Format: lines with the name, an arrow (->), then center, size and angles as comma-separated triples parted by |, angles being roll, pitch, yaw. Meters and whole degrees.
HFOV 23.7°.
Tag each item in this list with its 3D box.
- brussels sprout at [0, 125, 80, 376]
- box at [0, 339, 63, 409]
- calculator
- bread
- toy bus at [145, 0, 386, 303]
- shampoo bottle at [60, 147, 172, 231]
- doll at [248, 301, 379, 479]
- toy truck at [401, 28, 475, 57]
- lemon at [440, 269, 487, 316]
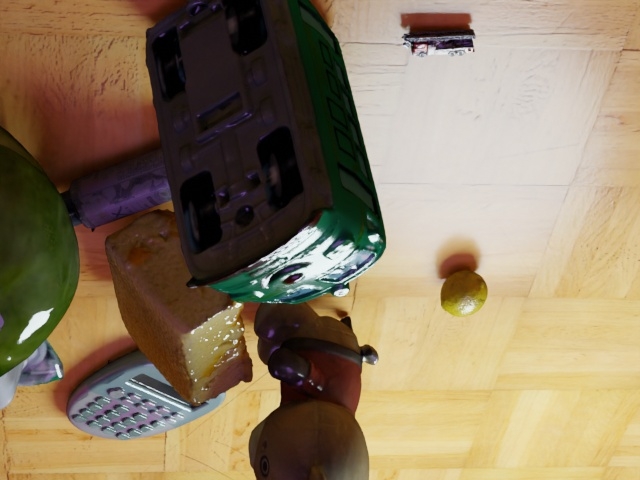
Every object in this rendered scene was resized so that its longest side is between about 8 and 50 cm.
brussels sprout -> -0.462, 0.028, 1.772 | 0.371, 0.276, 0.315 | -12, 134, 8
box -> -0.516, 0.141, 2.060 | 0.264, 0.106, 0.337 | -8, 144, 4
calculator -> -0.249, 0.224, 2.256 | 0.299, 0.041, 0.185 | -31, 137, 33
bread -> -0.174, 0.086, 1.930 | 0.114, 0.185, 0.275 | -37, 159, -16
toy bus -> -0.053, -0.097, 1.617 | 0.183, 0.344, 0.199 | -26, 149, 25
shampoo bottle -> -0.238, -0.061, 1.856 | 0.214, 0.072, 0.072 | -19, 141, 17
doll -> -0.009, 0.238, 2.058 | 0.174, 0.330, 0.235 | 3, 156, -5
toy truck -> 0.133, -0.224, 1.721 | 0.083, 0.024, 0.032 | -3, 147, -3
lemon -> 0.195, 0.074, 2.094 | 0.062, 0.062, 0.083 | 23, 139, -32
